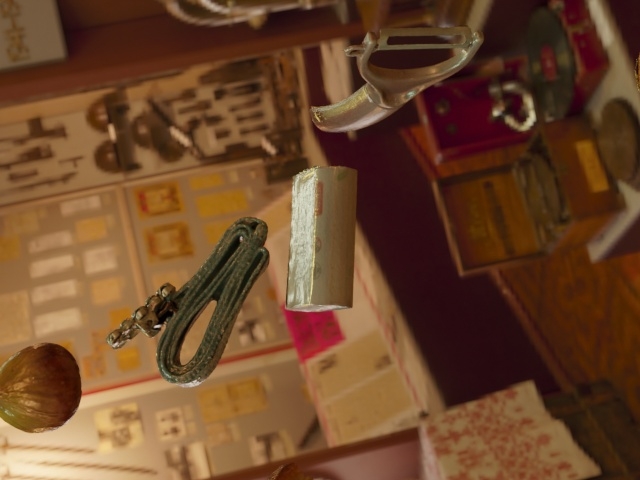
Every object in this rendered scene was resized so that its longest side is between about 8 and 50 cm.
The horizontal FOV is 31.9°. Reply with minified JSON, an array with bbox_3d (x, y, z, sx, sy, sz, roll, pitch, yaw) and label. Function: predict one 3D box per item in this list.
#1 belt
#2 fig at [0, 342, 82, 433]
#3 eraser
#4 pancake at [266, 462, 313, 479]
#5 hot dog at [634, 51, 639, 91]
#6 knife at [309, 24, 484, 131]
[{"bbox_3d":[-0.117,0.050,1.087,0.179,0.100,0.065,-59,-6,-12],"label":"belt"},{"bbox_3d":[-0.534,0.259,1.949,0.143,0.230,0.160,-141,57,-66],"label":"fig"},{"bbox_3d":[0.000,0.000,1.839,0.174,0.081,0.227,164,109,-69],"label":"eraser"},{"bbox_3d":[-0.110,0.365,1.280,0.057,0.266,0.244,44,157,8],"label":"pancake"},{"bbox_3d":[0.456,-0.220,1.553,0.056,0.041,0.133,40,-143,-27],"label":"hot dog"},{"bbox_3d":[0.039,-0.139,1.063,0.278,0.123,0.053,156,113,-69],"label":"knife"}]
